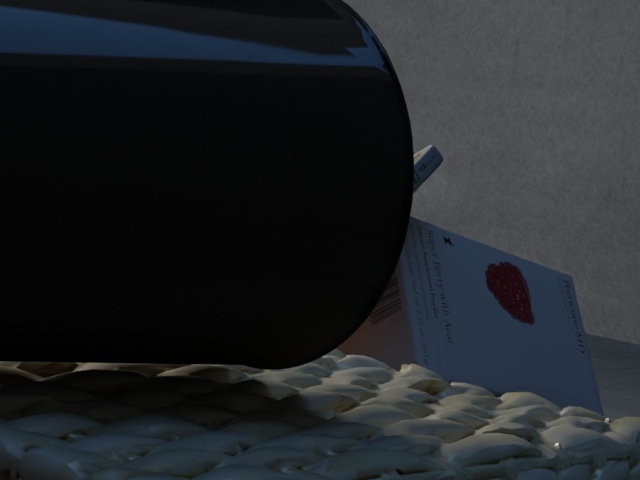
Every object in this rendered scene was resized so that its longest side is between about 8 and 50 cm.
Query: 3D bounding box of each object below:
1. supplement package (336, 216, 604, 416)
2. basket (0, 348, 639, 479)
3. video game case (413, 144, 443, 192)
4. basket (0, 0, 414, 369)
[{"bbox_3d":[0.121,0.111,1.507,0.293,0.177,0.175,18,-37,-42],"label":"supplement package"},{"bbox_3d":[-0.063,0.181,0.603,0.328,0.266,0.331,10,4,41],"label":"basket"},{"bbox_3d":[0.000,0.000,1.408,0.212,0.023,0.193,-31,9,39],"label":"video game case"},{"bbox_3d":[-0.118,-0.027,0.533,0.227,0.154,0.204,0,3,-33],"label":"basket"}]
